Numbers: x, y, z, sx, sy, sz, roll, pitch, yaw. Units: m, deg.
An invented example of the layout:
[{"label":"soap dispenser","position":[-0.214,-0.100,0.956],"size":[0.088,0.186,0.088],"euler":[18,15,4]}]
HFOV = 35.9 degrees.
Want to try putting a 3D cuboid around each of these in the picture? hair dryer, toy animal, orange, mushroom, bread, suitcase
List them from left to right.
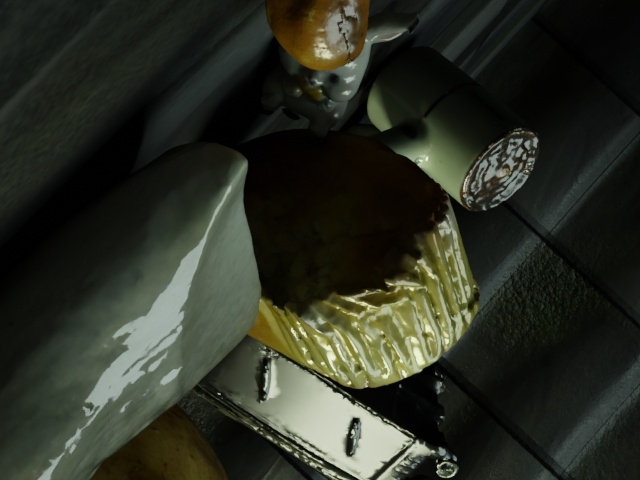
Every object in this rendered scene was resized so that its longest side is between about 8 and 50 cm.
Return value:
[{"label":"mushroom","position":[-0.193,0.106,0.552],"size":[0.397,0.126,0.177],"euler":[-46,160,-28]},{"label":"orange","position":[-0.001,-0.139,0.568],"size":[0.086,0.062,0.086],"euler":[-178,-90,-88]},{"label":"suitcase","position":[-0.002,0.203,1.508],"size":[0.194,0.434,0.283],"euler":[-48,-163,21]},{"label":"bread","position":[0.000,0.000,0.770],"size":[0.179,0.133,0.250],"euler":[-30,-144,-17]},{"label":"toy animal","position":[0.006,-0.130,0.720],"size":[0.085,0.071,0.124],"euler":[-45,176,-24]},{"label":"hair dryer","position":[0.066,-0.100,1.181],"size":[0.362,0.203,0.128],"euler":[-23,142,-26]}]

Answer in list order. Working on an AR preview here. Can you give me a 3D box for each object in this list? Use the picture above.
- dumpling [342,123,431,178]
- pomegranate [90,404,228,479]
[{"label":"dumpling","position":[0.081,-0.101,1.384],"size":[0.250,0.132,0.162],"euler":[-2,-126,53]},{"label":"pomegranate","position":[-0.223,0.271,0.980],"size":[0.281,0.281,0.281],"euler":[-47,177,-3]}]
